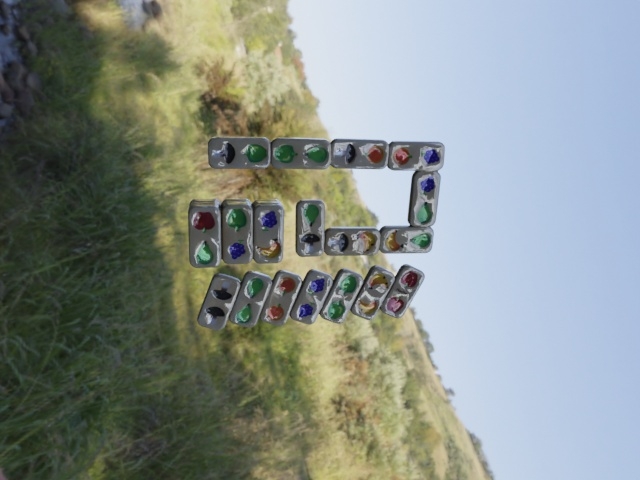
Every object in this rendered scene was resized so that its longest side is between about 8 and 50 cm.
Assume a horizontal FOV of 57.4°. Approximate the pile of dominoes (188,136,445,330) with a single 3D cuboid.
[{"bbox_3d":[0.000,0.000,0.573,0.040,0.251,0.196,-122,-147,-70],"label":"pile of dominoes"}]
